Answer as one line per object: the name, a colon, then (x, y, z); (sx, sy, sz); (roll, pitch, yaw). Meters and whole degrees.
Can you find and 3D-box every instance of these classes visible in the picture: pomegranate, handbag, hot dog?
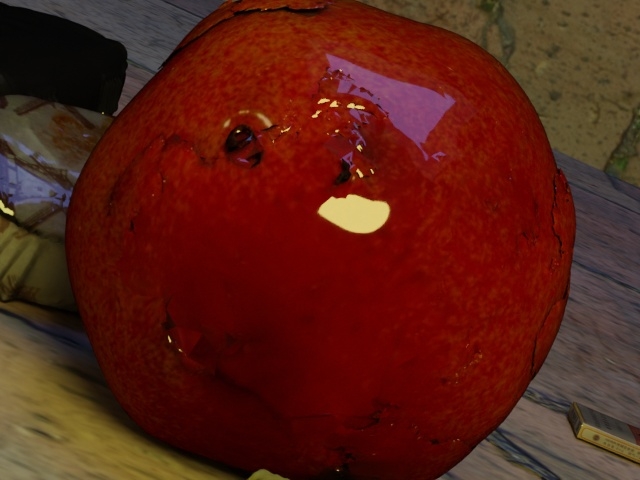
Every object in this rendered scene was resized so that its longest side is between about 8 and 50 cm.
pomegranate: (0.000, 0.000, 0.804); (0.210, 0.210, 0.235); (24, 4, -4)
handbag: (-0.246, -0.105, 1.072); (0.244, 0.088, 0.275); (23, 14, 5)
hot dog: (-0.082, -0.006, 0.938); (0.253, 0.069, 0.131); (15, 44, -32)

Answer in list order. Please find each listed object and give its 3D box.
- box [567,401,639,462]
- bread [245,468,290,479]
box: (0.185, 0.118, 1.124); (0.083, 0.012, 0.046); (22, 10, -5)
bread: (-0.009, 0.131, 0.451); (0.049, 0.088, 0.226); (24, 9, -10)
